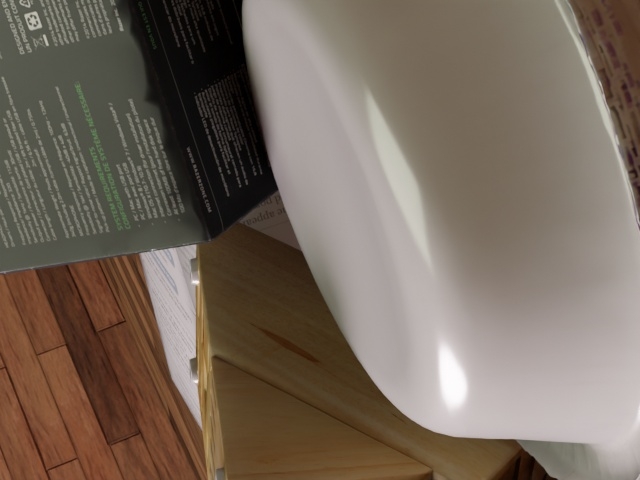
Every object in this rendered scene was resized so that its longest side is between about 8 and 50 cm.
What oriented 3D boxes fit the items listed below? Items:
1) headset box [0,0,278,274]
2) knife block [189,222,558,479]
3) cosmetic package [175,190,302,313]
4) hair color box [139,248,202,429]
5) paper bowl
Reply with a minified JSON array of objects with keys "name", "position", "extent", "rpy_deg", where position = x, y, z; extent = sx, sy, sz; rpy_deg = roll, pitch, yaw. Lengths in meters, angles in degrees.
[{"name":"headset box","position":[-0.070,-0.154,0.752],"extent":[0.131,0.283,0.246],"rpy_deg":[-8,110,31]},{"name":"knife block","position":[0.066,0.096,0.748],"extent":[0.276,0.242,0.088],"rpy_deg":[-104,16,-55]},{"name":"cosmetic package","position":[0.000,0.000,0.940],"extent":[0.151,0.151,0.184],"rpy_deg":[-139,31,-66]},{"name":"hair color box","position":[-0.087,0.018,1.407],"extent":[0.185,0.113,0.374],"rpy_deg":[-129,23,-49]},{"name":"paper bowl","position":[0.068,-0.040,0.608],"extent":[0.284,0.148,0.284],"rpy_deg":[159,90,-79]}]
